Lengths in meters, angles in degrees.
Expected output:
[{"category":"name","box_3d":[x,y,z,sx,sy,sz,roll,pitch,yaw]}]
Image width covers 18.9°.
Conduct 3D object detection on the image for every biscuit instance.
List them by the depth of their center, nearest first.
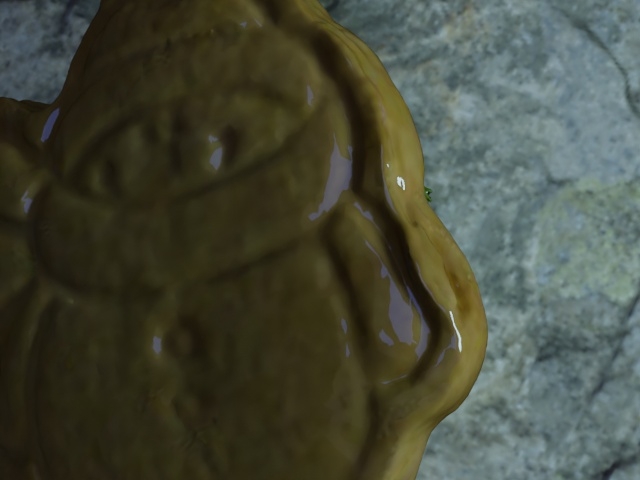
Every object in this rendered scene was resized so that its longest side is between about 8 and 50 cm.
[{"category":"biscuit","box_3d":[-0.077,0.013,1.015,0.312,0.057,0.351,-26,71,27]}]

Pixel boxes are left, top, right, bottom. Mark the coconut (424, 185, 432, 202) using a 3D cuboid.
[{"category":"coconut","box_3d":[-0.003,-0.001,1.044,0.133,0.055,0.158,-30,70,9]}]
